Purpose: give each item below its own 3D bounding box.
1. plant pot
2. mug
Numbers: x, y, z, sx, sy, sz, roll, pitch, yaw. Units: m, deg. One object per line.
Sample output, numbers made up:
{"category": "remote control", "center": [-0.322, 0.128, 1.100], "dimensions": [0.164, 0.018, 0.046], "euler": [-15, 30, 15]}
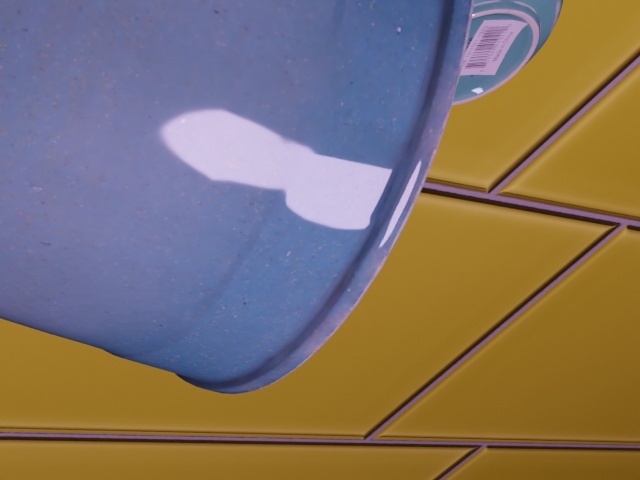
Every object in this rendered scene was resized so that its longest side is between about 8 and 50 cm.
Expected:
{"category": "plant pot", "center": [-0.122, -0.098, 0.615], "dimensions": [0.255, 0.271, 0.271], "euler": [15, 136, -27]}
{"category": "mug", "center": [0.055, -0.134, 0.819], "dimensions": [0.129, 0.097, 0.158], "euler": [-31, 151, 14]}
